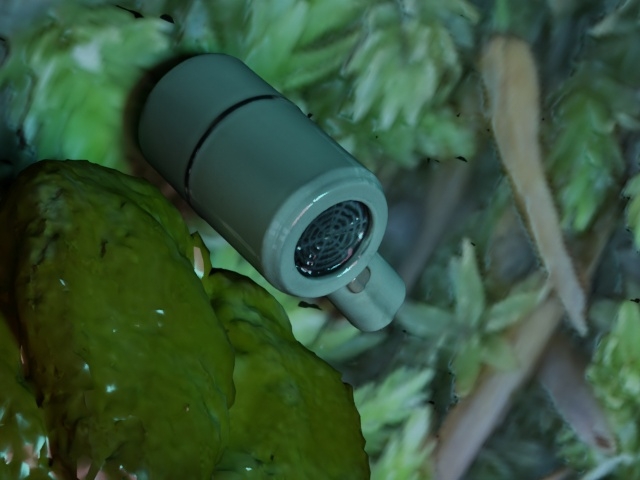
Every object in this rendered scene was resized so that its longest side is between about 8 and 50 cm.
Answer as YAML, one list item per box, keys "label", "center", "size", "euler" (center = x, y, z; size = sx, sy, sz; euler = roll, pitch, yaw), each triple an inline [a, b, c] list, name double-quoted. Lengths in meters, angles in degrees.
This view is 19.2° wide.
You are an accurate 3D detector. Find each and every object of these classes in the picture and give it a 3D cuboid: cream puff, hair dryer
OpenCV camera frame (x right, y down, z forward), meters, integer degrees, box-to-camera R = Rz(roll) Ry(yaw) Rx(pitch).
- label: "cream puff"
  center: [-0.089, 0.099, 0.580]
  size: [0.244, 0.196, 0.244]
  euler: [-19, 151, -11]
- label: "hair dryer"
  center: [0.000, 0.000, 0.635]
  size: [0.047, 0.082, 0.137]
  euler: [-45, 142, -3]
